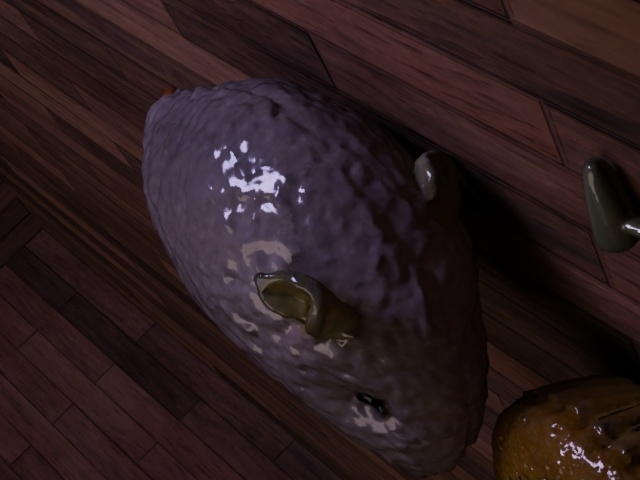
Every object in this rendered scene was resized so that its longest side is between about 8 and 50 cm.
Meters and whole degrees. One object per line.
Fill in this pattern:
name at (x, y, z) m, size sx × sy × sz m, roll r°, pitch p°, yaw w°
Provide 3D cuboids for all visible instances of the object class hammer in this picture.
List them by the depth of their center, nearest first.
hammer at (0.216, 0.007, 0.757) m, size 0.195 × 0.028 × 0.060 m, roll 29°, pitch 153°, yaw 43°

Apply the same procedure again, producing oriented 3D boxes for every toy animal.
toy animal at (-0.005, -0.005, 1.038) m, size 0.358 × 0.188 × 0.226 m, roll 42°, pitch 156°, yaw 19°

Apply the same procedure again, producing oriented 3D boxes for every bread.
bread at (0.225, 0.184, 1.005) m, size 0.240 × 0.139 × 0.240 m, roll 43°, pitch 167°, yaw 12°
